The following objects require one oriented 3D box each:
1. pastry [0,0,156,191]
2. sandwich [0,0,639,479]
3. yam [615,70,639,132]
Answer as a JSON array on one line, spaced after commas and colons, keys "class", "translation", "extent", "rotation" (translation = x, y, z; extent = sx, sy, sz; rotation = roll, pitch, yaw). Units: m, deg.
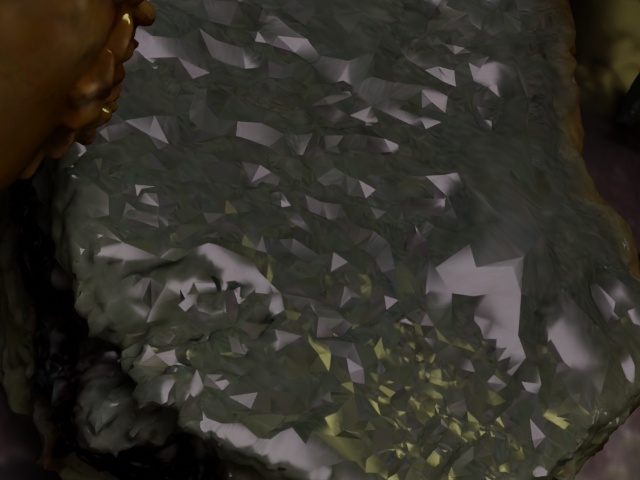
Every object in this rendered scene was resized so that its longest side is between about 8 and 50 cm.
[{"class": "pastry", "translation": [-0.189, -0.074, 0.620], "extent": [0.311, 0.162, 0.255], "rotation": [-38, 45, 1]}, {"class": "sandwich", "translation": [0.000, 0.000, 0.739], "extent": [0.262, 0.131, 0.325], "rotation": [-3, 66, -27]}, {"class": "yam", "translation": [0.237, -0.059, 0.913], "extent": [0.179, 0.078, 0.078], "rotation": [19, 57, -11]}]
